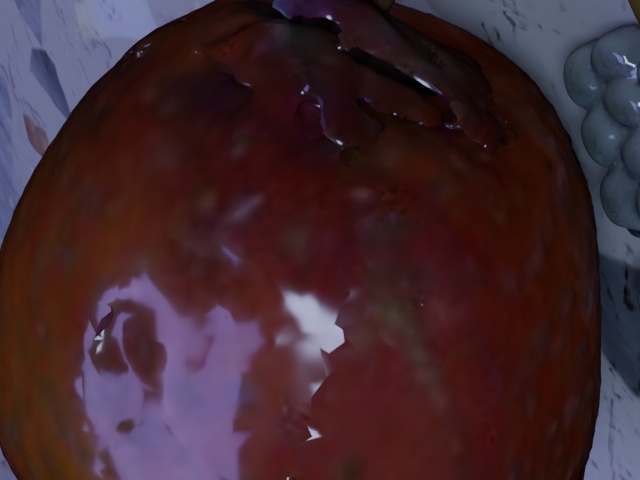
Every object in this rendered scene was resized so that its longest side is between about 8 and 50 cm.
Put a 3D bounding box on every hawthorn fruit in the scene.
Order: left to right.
[{"bbox_3d":[0.000,0.000,0.542,0.276,0.276,0.307,35,126,40],"label":"hawthorn fruit"}]

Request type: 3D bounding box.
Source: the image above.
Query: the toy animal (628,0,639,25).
[{"bbox_3d":[0.116,-0.133,0.335,0.195,0.169,0.281,-43,76,24],"label":"toy animal"}]

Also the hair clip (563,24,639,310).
[{"bbox_3d":[0.173,0.015,0.485,0.140,0.054,0.220,-8,103,66],"label":"hair clip"}]
